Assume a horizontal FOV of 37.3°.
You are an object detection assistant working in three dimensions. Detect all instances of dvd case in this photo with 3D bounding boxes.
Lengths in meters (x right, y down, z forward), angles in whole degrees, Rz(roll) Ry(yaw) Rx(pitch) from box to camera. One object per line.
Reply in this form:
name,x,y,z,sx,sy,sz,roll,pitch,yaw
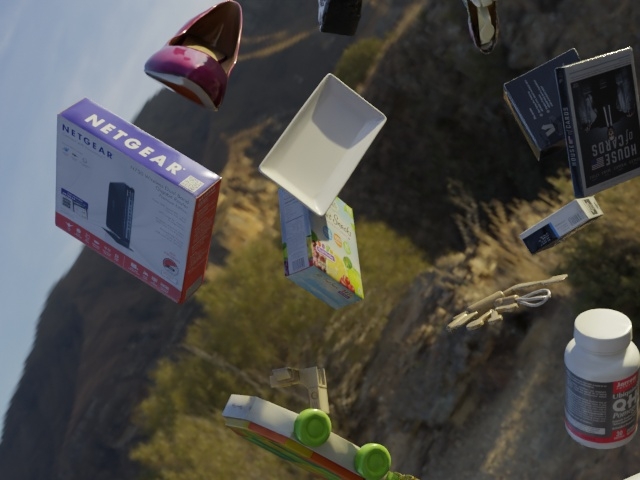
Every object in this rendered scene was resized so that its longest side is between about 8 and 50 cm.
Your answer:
dvd case,0.514,-0.215,1.722,0.179,0.239,0.029,-20,15,-29

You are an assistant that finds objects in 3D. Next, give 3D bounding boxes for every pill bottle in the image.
pill bottle,0.680,0.331,2.291,0.176,0.176,0.318,-65,-29,-56

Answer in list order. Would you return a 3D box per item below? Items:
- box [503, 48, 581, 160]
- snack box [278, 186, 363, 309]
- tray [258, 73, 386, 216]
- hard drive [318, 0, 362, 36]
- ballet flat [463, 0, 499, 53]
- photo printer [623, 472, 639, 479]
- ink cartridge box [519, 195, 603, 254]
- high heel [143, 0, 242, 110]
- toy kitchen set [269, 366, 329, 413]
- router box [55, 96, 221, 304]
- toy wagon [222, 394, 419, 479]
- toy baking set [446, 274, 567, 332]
box,0.469,-0.269,1.886,0.158,0.156,0.093,-27,-13,5
snack box,0.000,0.000,1.760,0.070,0.174,0.207,-23,56,24
tray,0.005,-0.174,1.739,0.270,0.145,0.030,-57,7,-30
hard drive,0.049,-0.501,1.365,0.237,0.064,0.339,114,161,-65
ballet flat,0.310,-0.451,1.816,0.221,0.077,0.079,68,-172,-47
photo printer,0.548,0.553,1.657,0.307,0.256,0.107,-17,1,-21
ink cartridge box,0.611,-0.042,2.366,0.165,0.065,0.332,-36,-9,23
high heel,-0.175,-0.303,1.438,0.181,0.127,0.377,-60,16,4
toy kitchen set,-0.041,0.241,1.499,0.068,0.083,0.075,27,-128,-62
router box,-0.369,-0.075,1.865,0.082,0.335,0.301,-45,-21,-43
toy wagon,0.010,0.346,1.546,0.267,0.344,0.068,-13,47,63
toy baking set,0.389,0.138,1.982,0.256,0.030,0.197,-27,7,-9
